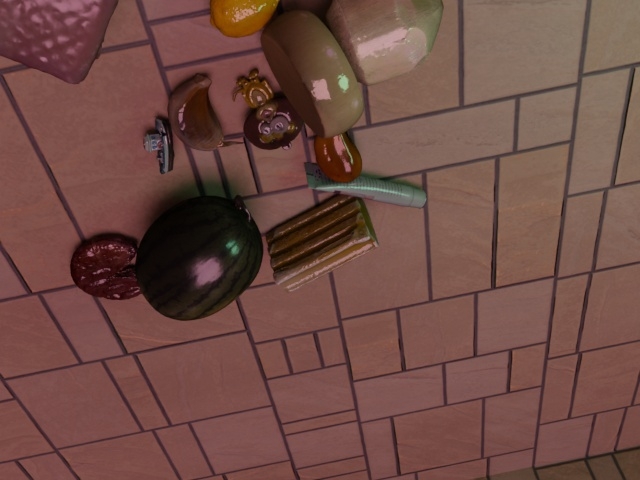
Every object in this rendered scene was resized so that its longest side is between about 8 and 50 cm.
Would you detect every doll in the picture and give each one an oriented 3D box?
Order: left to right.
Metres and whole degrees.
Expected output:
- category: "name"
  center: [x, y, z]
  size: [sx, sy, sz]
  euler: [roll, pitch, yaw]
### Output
- category: "doll"
  center: [-0.126, -0.282, 1.595]
  size: [0.188, 0.096, 0.145]
  euler: [33, 112, -22]

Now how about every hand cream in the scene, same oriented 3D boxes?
- category: "hand cream"
  center: [0.117, -0.136, 1.782]
  size: [0.331, 0.085, 0.058]
  euler: [11, 141, -24]

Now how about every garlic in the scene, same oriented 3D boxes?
- category: "garlic"
  center: [-0.266, -0.264, 1.589]
  size: [0.128, 0.090, 0.198]
  euler: [-28, 127, -2]

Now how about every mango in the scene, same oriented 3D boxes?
- category: "mango"
  center: [0.039, -0.213, 1.695]
  size: [0.105, 0.084, 0.159]
  euler: [-14, 111, 19]

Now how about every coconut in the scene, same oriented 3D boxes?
- category: "coconut"
  center: [0.134, -0.429, 1.429]
  size: [0.233, 0.224, 0.224]
  euler: [-14, 133, 3]

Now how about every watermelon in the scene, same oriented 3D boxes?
- category: "watermelon"
  center: [-0.288, 0.035, 1.718]
  size: [0.359, 0.279, 0.279]
  euler: [-37, 128, 22]

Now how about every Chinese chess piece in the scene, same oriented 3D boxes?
- category: "Chinese chess piece"
  center: [-0.017, -0.338, 1.444]
  size: [0.102, 0.273, 0.273]
  euler: [-33, 132, -6]

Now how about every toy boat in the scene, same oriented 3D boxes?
- category: "toy boat"
  center: [-0.373, -0.217, 1.623]
  size: [0.066, 0.059, 0.140]
  euler: [-12, 133, -24]

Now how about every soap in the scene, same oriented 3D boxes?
- category: "soap"
  center: [0.000, 0.000, 1.817]
  size: [0.274, 0.173, 0.089]
  euler: [-28, 139, 15]

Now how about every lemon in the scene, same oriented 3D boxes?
- category: "lemon"
  center: [-0.150, -0.467, 1.405]
  size: [0.155, 0.114, 0.114]
  euler: [-24, 132, 9]

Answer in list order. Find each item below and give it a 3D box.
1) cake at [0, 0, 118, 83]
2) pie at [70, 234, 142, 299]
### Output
- category: "cake"
  center: [-0.523, -0.457, 1.262]
  size: [0.308, 0.237, 0.230]
  euler: [21, 125, -28]
- category: "pie"
  center: [-0.551, 0.073, 1.860]
  size: [0.204, 0.054, 0.219]
  euler: [-5, 134, -6]
